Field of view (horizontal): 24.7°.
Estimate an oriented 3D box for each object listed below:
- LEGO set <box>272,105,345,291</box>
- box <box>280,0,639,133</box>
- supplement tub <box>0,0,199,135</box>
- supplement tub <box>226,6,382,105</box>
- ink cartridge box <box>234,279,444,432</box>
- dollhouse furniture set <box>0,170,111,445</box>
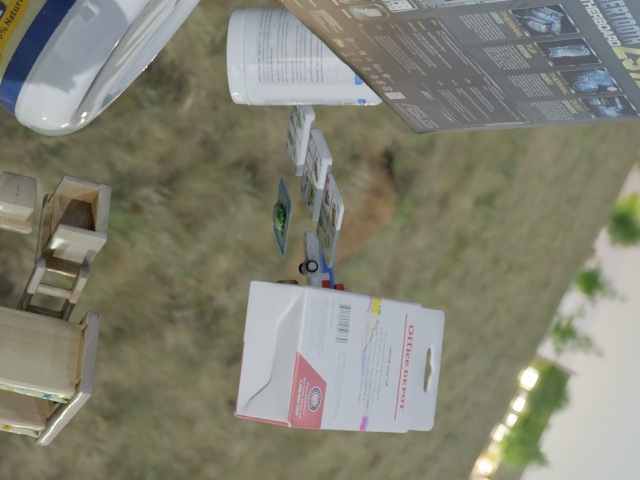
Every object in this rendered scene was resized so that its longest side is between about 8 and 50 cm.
[{"bbox_3d":[0.000,0.000,1.409,0.182,0.060,0.244,-109,-158,-45],"label":"LEGO set"},{"bbox_3d":[0.089,-0.126,0.740,0.232,0.183,0.059,34,60,-56],"label":"box"},{"bbox_3d":[-0.239,-0.251,1.036,0.228,0.316,0.228,-51,-179,2],"label":"supplement tub"},{"bbox_3d":[-0.008,-0.130,1.033,0.071,0.107,0.071,2,90,-83],"label":"supplement tub"},{"bbox_3d":[0.022,0.102,1.246,0.198,0.067,0.115,12,84,-49],"label":"ink cartridge box"},{"bbox_3d":[-0.241,0.028,0.936,0.101,0.182,0.161,-46,-144,50],"label":"dollhouse furniture set"}]
